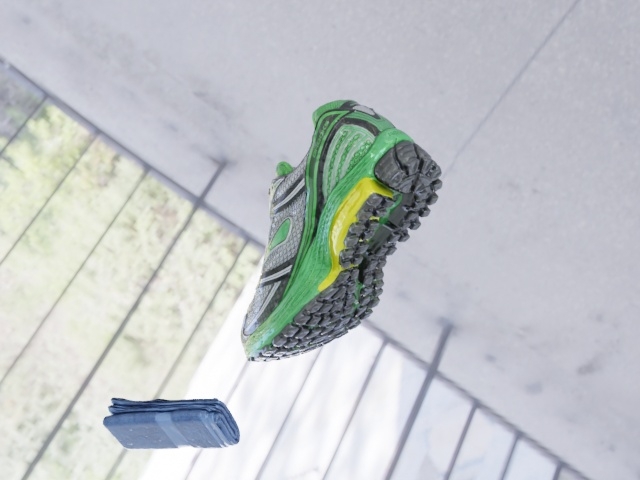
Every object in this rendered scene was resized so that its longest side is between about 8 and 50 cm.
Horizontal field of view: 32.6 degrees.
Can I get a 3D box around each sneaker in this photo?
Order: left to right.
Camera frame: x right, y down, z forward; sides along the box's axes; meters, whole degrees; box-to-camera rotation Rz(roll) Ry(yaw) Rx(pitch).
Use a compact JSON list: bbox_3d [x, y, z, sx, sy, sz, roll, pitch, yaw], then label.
[{"bbox_3d":[0.000,0.000,1.163,0.146,0.134,0.343,52,129,28],"label":"sneaker"}]

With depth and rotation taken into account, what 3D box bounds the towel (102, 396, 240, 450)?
[{"bbox_3d":[-0.139,0.173,1.033,0.119,0.029,0.067,-5,139,16],"label":"towel"}]
